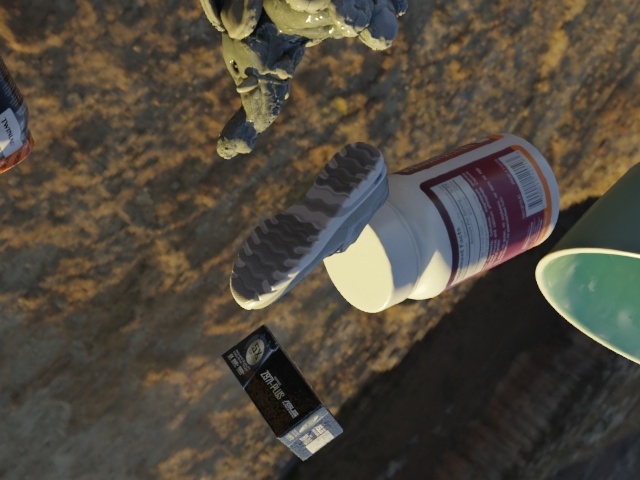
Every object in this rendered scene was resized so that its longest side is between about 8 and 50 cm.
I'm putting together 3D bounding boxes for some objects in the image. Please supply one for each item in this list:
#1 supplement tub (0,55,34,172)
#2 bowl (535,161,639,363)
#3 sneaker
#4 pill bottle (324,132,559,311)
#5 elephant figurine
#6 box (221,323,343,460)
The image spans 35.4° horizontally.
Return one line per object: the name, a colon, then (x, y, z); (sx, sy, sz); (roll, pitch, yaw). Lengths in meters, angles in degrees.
supplement tub: (-0.676, -0.284, 1.882); (0.193, 0.193, 0.316); (-42, 127, -28)
bowl: (0.390, 0.023, 0.994); (0.163, 0.311, 0.311); (-62, 162, -17)
sneaker: (0.000, 0.000, 1.377); (0.281, 0.105, 0.115); (-43, 139, -8)
pill bottle: (0.208, -0.031, 1.750); (0.392, 0.224, 0.224); (-22, 146, -31)
elephant figurine: (-0.046, -0.229, 1.034); (0.239, 0.169, 0.186); (-22, -145, 40)
box: (-0.051, 0.221, 1.436); (0.077, 0.147, 0.180); (-36, 155, -5)
